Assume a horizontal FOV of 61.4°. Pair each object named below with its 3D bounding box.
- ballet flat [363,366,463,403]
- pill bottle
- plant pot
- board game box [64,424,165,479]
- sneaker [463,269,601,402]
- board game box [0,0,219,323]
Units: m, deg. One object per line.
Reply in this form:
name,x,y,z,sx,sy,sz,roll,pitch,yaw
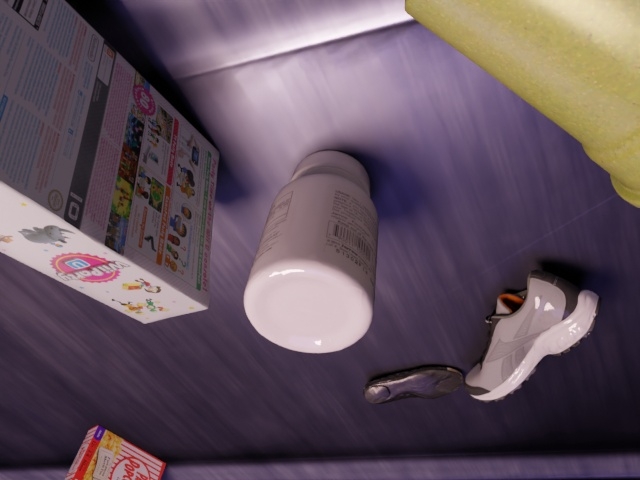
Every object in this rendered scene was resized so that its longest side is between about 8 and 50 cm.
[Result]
ballet flat,0.156,0.242,0.924,0.173,0.049,0.058,-12,100,12
pill bottle,0.000,0.000,0.611,0.131,0.229,0.131,4,130,5
plant pot,0.215,-0.204,0.408,0.253,0.276,0.276,29,129,0
board game box,-0.449,0.520,1.181,0.045,0.147,0.193,-31,120,30
sneaker,0.281,0.139,0.786,0.108,0.100,0.272,36,134,11
board game box,-0.227,-0.076,0.530,0.097,0.224,0.303,-16,146,21
